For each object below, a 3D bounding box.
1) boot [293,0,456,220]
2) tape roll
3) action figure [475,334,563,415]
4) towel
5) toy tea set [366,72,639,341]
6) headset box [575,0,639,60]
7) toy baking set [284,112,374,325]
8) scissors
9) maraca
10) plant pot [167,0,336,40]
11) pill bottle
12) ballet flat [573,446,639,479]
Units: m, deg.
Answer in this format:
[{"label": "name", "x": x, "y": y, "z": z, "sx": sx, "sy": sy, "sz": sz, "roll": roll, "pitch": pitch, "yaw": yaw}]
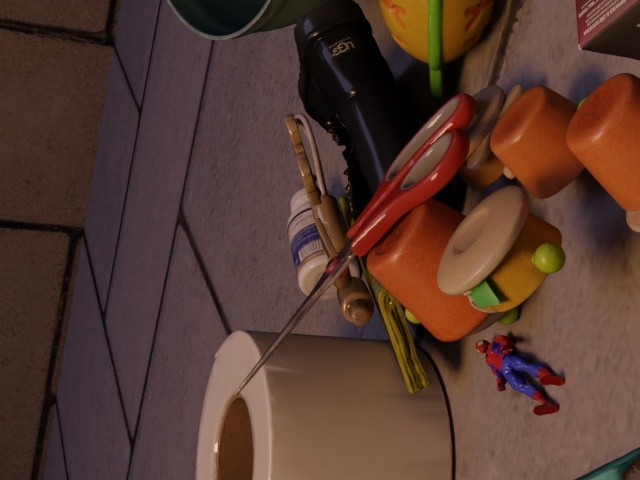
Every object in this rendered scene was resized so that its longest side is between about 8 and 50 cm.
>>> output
[{"label": "boot", "x": 0.052, "y": -0.084, "z": 1.168, "sx": 0.246, "sy": 0.094, "sz": 0.207, "roll": 65, "pitch": -177, "yaw": -73}, {"label": "tape roll", "x": -0.004, "y": 0.208, "z": 1.154, "sx": 0.246, "sy": 0.169, "sz": 0.246, "roll": -174, "pitch": 90, "yaw": -71}, {"label": "action figure", "x": 0.147, "y": 0.098, "z": 0.968, "sx": 0.115, "sy": 0.030, "sz": 0.038, "roll": -139, "pitch": 51, "yaw": -69}, {"label": "towel", "x": 0.055, "y": 0.041, "z": 1.140, "sx": 0.237, "sy": 0.021, "sz": 0.102, "roll": -109, "pitch": 0, "yaw": -67}, {"label": "toy tea set", "x": 0.159, "y": -0.012, "z": 0.895, "sx": 0.200, "sy": 0.124, "sz": 0.336, "roll": -56, "pitch": 14, "yaw": -7}, {"label": "headset box", "x": 0.233, "y": -0.244, "z": 0.687, "sx": 0.218, "sy": 0.110, "sz": 0.293, "roll": 141, "pitch": 132, "yaw": -63}, {"label": "toy baking set", "x": 0.008, "y": -0.024, "z": 1.158, "sx": 0.256, "sy": 0.030, "sz": 0.197, "roll": -106, "pitch": -1, "yaw": -86}, {"label": "scissors", "x": 0.025, "y": 0.005, "z": 0.998, "sx": 0.297, "sy": 0.021, "sz": 0.109, "roll": -49, "pitch": 17, "yaw": 23}, {"label": "maraca", "x": 0.101, "y": -0.204, "z": 1.088, "sx": 0.186, "sy": 0.099, "sz": 0.127, "roll": 79, "pitch": -163, "yaw": -62}, {"label": "plant pot", "x": -0.030, "y": -0.356, "z": 1.282, "sx": 0.293, "sy": 0.196, "sz": 0.293, "roll": 17, "pitch": 111, "yaw": 52}, {"label": "pill bottle", "x": 0.000, "y": 0.000, "z": 1.354, "sx": 0.120, "sy": 0.067, "sz": 0.067, "roll": -103, "pitch": 26, "yaw": -43}, {"label": "ballet flat", "x": 0.143, "y": 0.231, "z": 0.839, "sx": 0.409, "sy": 0.147, "sz": 0.147, "roll": 131, "pitch": 140, "yaw": -64}]
